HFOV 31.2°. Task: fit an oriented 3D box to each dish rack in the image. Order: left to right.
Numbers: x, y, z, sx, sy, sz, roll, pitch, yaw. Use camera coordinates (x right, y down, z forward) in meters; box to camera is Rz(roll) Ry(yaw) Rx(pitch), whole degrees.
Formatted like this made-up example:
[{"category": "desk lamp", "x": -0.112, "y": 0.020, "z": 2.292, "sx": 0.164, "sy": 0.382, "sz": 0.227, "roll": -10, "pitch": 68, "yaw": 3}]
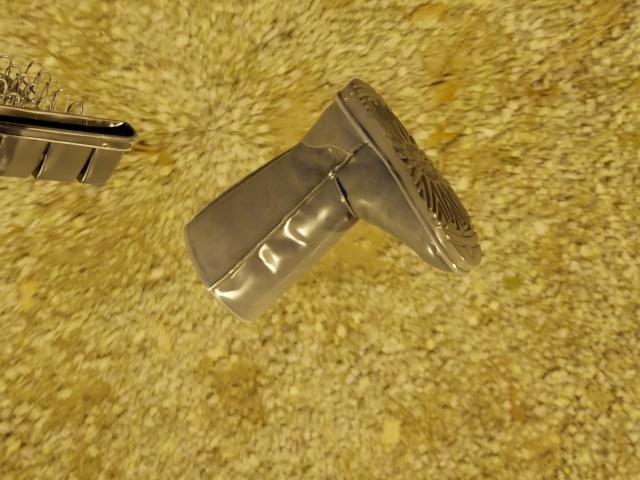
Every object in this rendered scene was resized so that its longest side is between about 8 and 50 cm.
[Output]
[{"category": "dish rack", "x": -0.339, "y": -0.145, "z": 1.166, "sx": 0.208, "sy": 0.271, "sz": 0.074, "roll": 5, "pitch": 118, "yaw": -46}]

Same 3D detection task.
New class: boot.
[{"category": "boot", "x": 0.002, "y": 0.001, "z": 0.897, "sx": 0.208, "sy": 0.076, "sz": 0.190, "roll": -41, "pitch": 66, "yaw": 21}]
